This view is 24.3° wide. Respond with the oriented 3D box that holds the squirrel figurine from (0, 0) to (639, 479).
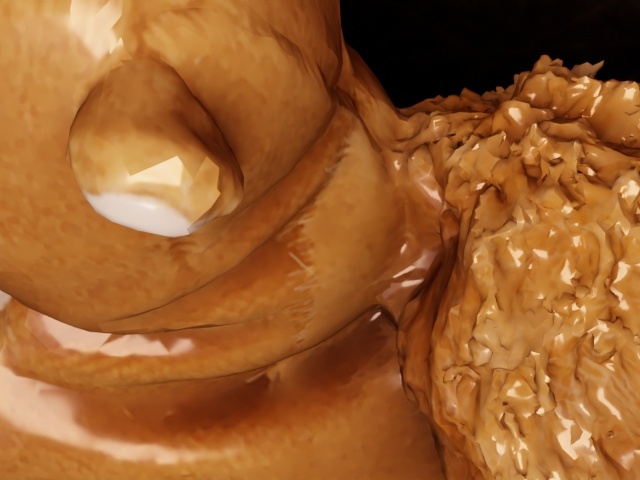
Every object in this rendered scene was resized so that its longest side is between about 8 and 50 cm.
[{"bbox_3d":[0.000,0.000,0.501,0.397,0.281,0.370,9,146,6],"label":"squirrel figurine"}]
